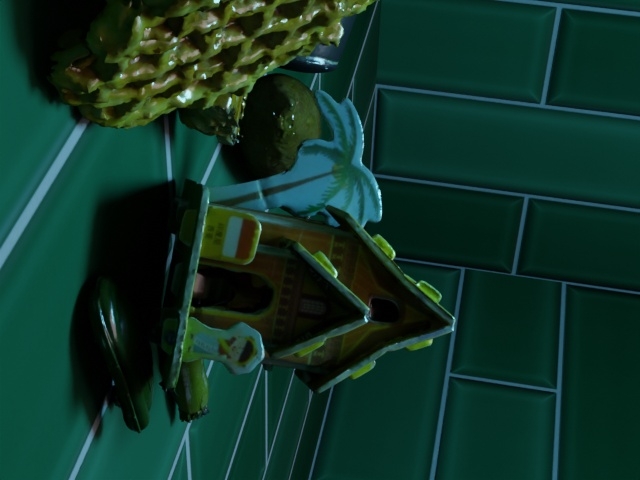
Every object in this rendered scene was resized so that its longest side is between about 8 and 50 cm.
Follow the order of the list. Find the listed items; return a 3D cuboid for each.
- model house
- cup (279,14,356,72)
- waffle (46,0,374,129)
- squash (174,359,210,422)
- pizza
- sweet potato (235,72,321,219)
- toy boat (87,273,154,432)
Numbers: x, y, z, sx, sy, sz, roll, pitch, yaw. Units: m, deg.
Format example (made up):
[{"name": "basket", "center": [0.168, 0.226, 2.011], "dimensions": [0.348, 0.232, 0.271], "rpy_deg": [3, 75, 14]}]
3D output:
[{"name": "model house", "center": [0.000, 0.000, 1.306], "dimensions": [0.300, 0.323, 0.340], "rpy_deg": [-158, -101, -79]}, {"name": "cup", "center": [-0.051, -0.315, 1.568], "dimensions": [0.223, 0.169, 0.177], "rpy_deg": [1, 107, -48]}, {"name": "waffle", "center": [-0.072, -0.195, 1.016], "dimensions": [0.068, 0.325, 0.302], "rpy_deg": [58, 12, 11]}, {"name": "squash", "center": [-0.166, 0.169, 1.513], "dimensions": [0.183, 0.052, 0.052], "rpy_deg": [87, 13, -50]}, {"name": "pizza", "center": [-0.113, -0.228, 1.327], "dimensions": [0.223, 0.089, 0.323], "rpy_deg": [105, -7, -55]}, {"name": "sweet potato", "center": [-0.060, -0.134, 1.748], "dimensions": [0.423, 0.130, 0.130], "rpy_deg": [93, 7, -72]}, {"name": "toy boat", "center": [-0.197, 0.110, 1.204], "dimensions": [0.210, 0.052, 0.104], "rpy_deg": [87, -2, -55]}]
